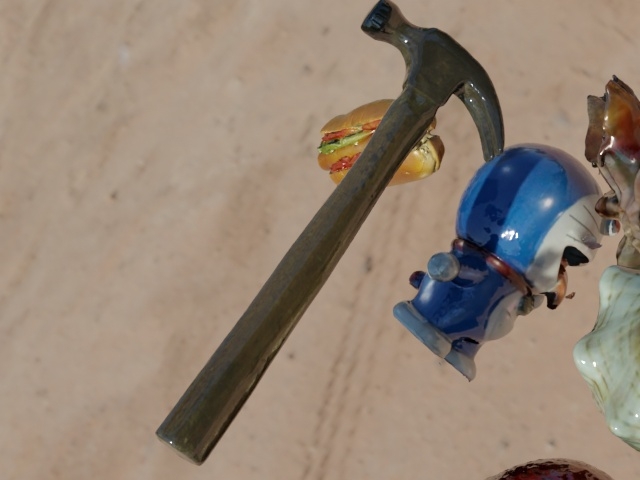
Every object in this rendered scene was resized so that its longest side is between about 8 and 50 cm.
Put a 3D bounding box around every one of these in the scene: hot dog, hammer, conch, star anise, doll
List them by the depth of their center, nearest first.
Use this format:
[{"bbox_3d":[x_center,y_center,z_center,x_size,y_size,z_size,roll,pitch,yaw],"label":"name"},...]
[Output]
[{"bbox_3d":[0.289,0.078,1.320,0.203,0.170,0.386,-16,-2,1],"label":"conch"},{"bbox_3d":[0.000,0.000,1.477,0.440,0.168,0.044,-54,3,-17],"label":"hammer"},{"bbox_3d":[0.306,-0.028,1.554,0.088,0.288,0.288,-25,35,-4],"label":"star anise"},{"bbox_3d":[0.190,0.021,1.777,0.161,0.215,0.257,33,87,26],"label":"doll"},{"bbox_3d":[0.053,-0.095,1.798,0.062,0.092,0.235,-21,2,-25],"label":"hot dog"}]

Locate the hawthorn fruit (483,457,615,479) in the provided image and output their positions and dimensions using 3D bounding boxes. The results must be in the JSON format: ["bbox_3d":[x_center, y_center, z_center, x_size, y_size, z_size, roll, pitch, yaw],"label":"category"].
[{"bbox_3d":[0.179,0.346,1.574,0.307,0.265,0.265,-30,36,4],"label":"hawthorn fruit"}]
